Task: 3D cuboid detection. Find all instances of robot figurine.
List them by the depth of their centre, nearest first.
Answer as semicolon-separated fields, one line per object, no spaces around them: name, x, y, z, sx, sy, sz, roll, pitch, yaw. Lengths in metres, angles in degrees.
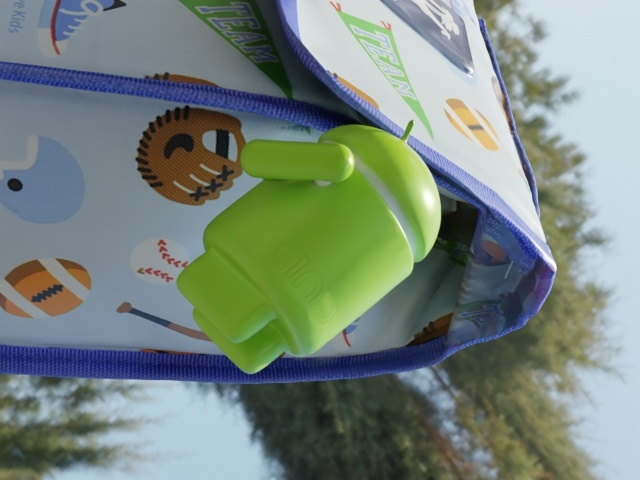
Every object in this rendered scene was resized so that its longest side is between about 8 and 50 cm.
robot figurine;0.000;0.000;0.477;0.115;0.101;0.067;-39;-125;-15

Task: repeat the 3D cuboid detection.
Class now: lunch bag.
lunch bag;-0.071;-0.093;0.700;0.328;0.385;0.239;-93;-167;-51
